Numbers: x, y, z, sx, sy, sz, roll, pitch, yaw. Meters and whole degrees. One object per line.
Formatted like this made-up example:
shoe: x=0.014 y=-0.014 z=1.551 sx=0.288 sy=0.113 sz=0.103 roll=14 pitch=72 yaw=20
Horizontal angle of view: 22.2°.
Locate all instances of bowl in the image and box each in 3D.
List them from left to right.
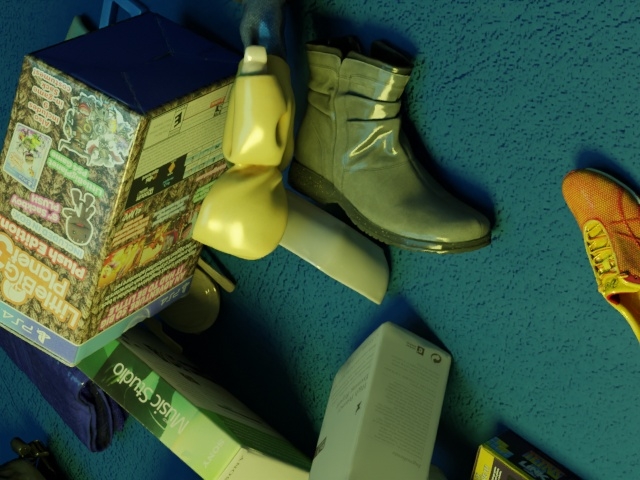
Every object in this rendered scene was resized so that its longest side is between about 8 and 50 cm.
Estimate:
bowl: x=0.000 y=0.000 z=1.615 sx=0.142 sy=0.142 sz=0.053 roll=32 pitch=88 yaw=35

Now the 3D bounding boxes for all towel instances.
towel: x=-0.351 y=0.102 z=2.009 sx=0.308 sy=0.076 sz=0.227 roll=46 pitch=159 yaw=20

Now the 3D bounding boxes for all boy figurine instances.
boy figurine: x=-0.067 y=-0.121 z=1.560 sx=0.177 sy=0.092 sz=0.285 roll=110 pitch=166 yaw=-80

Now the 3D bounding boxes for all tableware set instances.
tableware set: x=-0.188 y=0.025 z=1.855 sx=0.194 sy=0.039 sz=0.128 roll=43 pitch=121 yaw=3

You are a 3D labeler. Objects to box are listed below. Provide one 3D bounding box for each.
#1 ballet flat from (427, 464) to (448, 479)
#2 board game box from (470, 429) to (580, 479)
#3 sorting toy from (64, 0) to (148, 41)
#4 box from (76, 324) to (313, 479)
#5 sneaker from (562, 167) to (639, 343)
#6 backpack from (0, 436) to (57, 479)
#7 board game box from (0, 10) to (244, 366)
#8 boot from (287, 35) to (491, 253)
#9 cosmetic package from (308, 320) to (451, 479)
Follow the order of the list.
ballet flat: x=0.093 y=0.268 z=1.634 sx=0.077 sy=0.079 sz=0.221 roll=19 pitch=154 yaw=-10
board game box: x=0.202 y=0.291 z=1.573 sx=0.141 sy=0.048 sz=0.170 roll=35 pitch=129 yaw=34
sorting toy: x=-0.266 y=-0.131 z=1.884 sx=0.196 sy=0.047 sz=0.348 roll=51 pitch=136 yaw=18
box: x=-0.152 y=0.175 z=1.771 sx=0.322 sy=0.232 sz=0.058 roll=34 pitch=90 yaw=32
sneaker: x=0.257 y=0.013 z=1.385 sx=0.175 sy=0.067 sz=0.064 roll=58 pitch=139 yaw=14
backpack: x=-0.399 y=0.448 z=2.161 sx=0.276 sy=0.213 sz=0.263 roll=51 pitch=146 yaw=14
board game box: x=-0.212 y=-0.058 z=1.671 sx=0.141 sy=0.232 sz=0.291 roll=28 pitch=118 yaw=17
boot: x=0.064 y=-0.094 z=1.534 sx=0.246 sy=0.083 sz=0.161 roll=27 pitch=120 yaw=36
cosmetic package: x=0.049 y=0.205 z=1.564 sx=0.085 sy=0.231 sz=0.117 roll=28 pitch=135 yaw=-10
